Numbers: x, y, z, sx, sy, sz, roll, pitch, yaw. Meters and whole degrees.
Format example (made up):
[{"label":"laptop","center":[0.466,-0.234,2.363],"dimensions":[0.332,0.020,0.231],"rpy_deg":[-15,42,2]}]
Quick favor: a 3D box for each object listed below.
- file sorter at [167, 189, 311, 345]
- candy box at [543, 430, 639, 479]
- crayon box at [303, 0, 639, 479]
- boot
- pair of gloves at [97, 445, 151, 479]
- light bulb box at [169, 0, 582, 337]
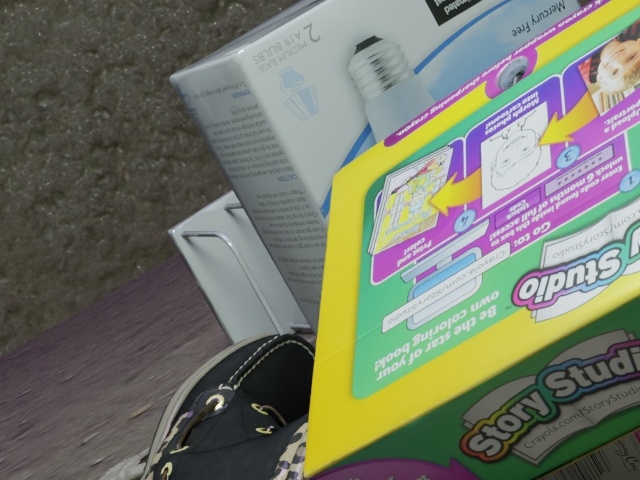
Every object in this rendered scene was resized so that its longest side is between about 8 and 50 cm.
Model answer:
[{"label":"file sorter","center":[0.000,0.000,2.084],"dimensions":[0.278,0.193,0.173],"rpy_deg":[-33,13,-19]},{"label":"candy box","center":[0.262,0.090,1.133],"dimensions":[0.233,0.071,0.159],"rpy_deg":[-24,11,41]},{"label":"crayon box","center":[0.163,-0.006,1.155],"dimensions":[0.363,0.106,0.313],"rpy_deg":[-32,32,29]},{"label":"boot","center":[-0.021,0.172,1.364],"dimensions":[0.284,0.138,0.377],"rpy_deg":[-24,14,38]},{"label":"pair of gloves","center":[-0.129,0.196,1.884],"dimensions":[0.204,0.042,0.240],"rpy_deg":[-20,13,48]},{"label":"light bulb box","center":[0.104,-0.105,1.773],"dimensions":[0.358,0.361,0.225],"rpy_deg":[-33,11,-17]}]
